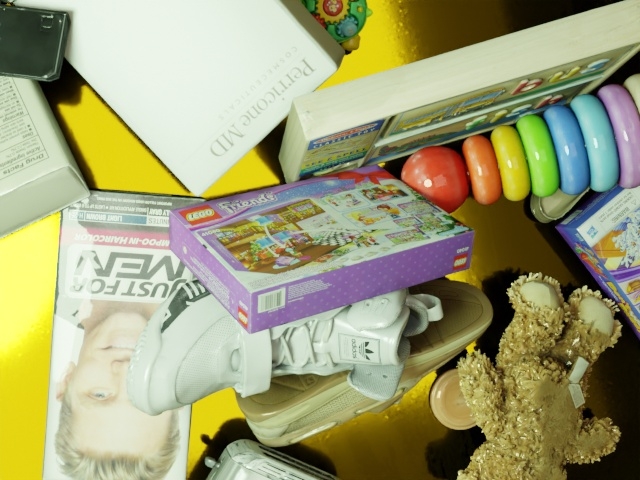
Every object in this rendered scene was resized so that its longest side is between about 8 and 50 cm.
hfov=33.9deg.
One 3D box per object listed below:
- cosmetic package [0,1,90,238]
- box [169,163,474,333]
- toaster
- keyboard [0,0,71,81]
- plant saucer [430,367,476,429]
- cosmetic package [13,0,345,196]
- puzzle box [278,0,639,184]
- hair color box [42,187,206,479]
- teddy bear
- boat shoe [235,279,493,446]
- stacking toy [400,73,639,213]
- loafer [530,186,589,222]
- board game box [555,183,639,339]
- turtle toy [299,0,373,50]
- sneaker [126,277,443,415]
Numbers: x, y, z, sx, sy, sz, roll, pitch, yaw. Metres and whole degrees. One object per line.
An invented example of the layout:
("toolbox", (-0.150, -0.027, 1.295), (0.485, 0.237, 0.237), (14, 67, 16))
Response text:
("cosmetic package", (-0.400, -0.164, 1.185), (0.160, 0.113, 0.309), (-25, 76, -6))
("box", (0.000, 0.000, 1.203), (0.293, 0.201, 0.057), (-14, 124, -28))
("toaster", (-0.055, 0.349, 1.312), (0.227, 0.129, 0.146), (25, 87, -8))
("keyboard", (-0.363, -0.231, 1.135), (0.180, 0.023, 0.108), (7, 81, 1))
("plant saucer", (0.188, 0.211, 1.401), (0.083, 0.013, 0.084), (0, 93, -10))
("cosmetic package", (-0.206, -0.300, 1.208), (0.230, 0.161, 0.453), (-42, 99, 13))
("puzzle box", (0.156, -0.164, 1.243), (0.408, 0.272, 0.052), (-17, 82, -7))
("hair color box", (-0.237, 0.114, 1.281), (0.173, 0.105, 0.347), (4, 93, -9))
("teddy bear", (0.283, 0.210, 1.377), (0.245, 0.113, 0.338), (-1, 93, -27))
("boat shoe", (0.061, 0.156, 1.338), (0.341, 0.122, 0.110), (-22, 135, -3))
("stacking toy", (0.263, -0.099, 1.309), (0.330, 0.141, 0.141), (-15, 96, 5))
("loafer", (0.334, -0.086, 1.389), (0.056, 0.050, 0.148), (38, 87, -9))
("board game box", (0.525, -0.035, 1.409), (0.347, 0.078, 0.233), (-39, 98, -5))
("turtle toy", (0.001, -0.289, 1.314), (0.130, 0.066, 0.095), (3, 93, 2))
("sneaker", (-0.031, 0.110, 1.194), (0.366, 0.210, 0.137), (-31, 133, -38))
